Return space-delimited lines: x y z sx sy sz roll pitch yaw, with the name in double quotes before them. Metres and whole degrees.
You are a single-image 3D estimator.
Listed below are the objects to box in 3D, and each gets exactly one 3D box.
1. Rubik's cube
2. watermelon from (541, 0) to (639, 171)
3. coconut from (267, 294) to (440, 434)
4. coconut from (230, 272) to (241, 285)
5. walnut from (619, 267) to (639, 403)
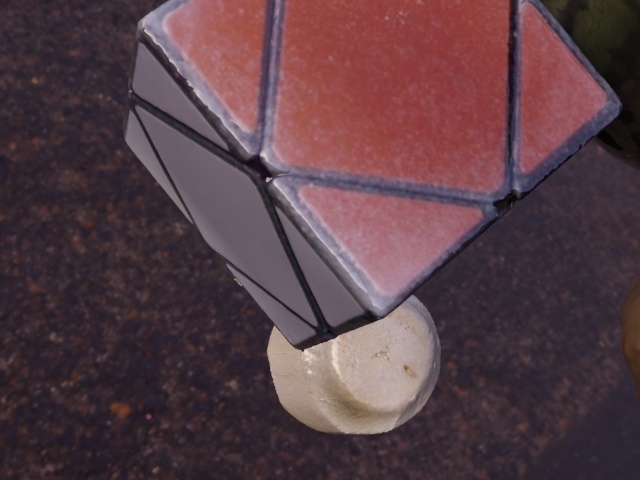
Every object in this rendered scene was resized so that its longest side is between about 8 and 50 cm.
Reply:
"Rubik's cube" 0.017 -0.075 0.628 0.205 0.205 0.207 -41 92 -18
"watermelon" 0.282 -0.175 0.652 0.279 0.359 0.278 3 66 -6
"coconut" 0.042 0.174 1.490 0.238 0.266 0.237 1 88 -23
"coconut" 0.002 0.004 0.925 0.133 0.158 0.055 -37 99 -37
"walnut" 0.411 0.106 0.911 0.273 0.273 0.226 23 60 -33
